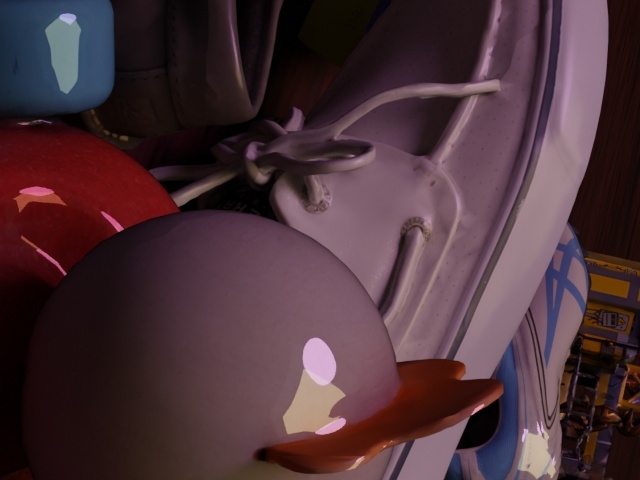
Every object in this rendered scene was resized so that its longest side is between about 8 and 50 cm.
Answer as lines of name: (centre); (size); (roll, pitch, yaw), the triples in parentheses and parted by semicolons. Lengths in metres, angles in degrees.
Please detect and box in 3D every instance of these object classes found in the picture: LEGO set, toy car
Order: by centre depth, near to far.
toy car: (-0.051, 0.039, 0.606); (0.210, 0.238, 0.219); (-28, 121, -63)
LEGO set: (0.232, 0.180, 1.309); (0.255, 0.192, 0.331); (92, 12, -58)

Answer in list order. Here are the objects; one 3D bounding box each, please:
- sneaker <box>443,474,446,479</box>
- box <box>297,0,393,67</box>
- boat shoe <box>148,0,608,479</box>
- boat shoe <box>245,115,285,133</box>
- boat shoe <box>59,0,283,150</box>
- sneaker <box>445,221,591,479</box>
sneaker: (0.031, 0.060, 1.022); (0.215, 0.084, 0.083); (83, 22, -50)
box: (0.051, -0.150, 1.009); (0.109, 0.042, 0.178); (-63, 167, 25)
boat shoe: (-0.005, 0.000, 0.841); (0.156, 0.136, 0.367); (25, 87, -34)
boat shoe: (-0.021, 0.011, 0.927); (0.049, 0.040, 0.142); (12, 84, -67)
boat shoe: (-0.023, -0.171, 0.809); (0.112, 0.095, 0.335); (67, 36, -49)
sneaker: (0.115, 0.062, 1.225); (0.086, 0.085, 0.237); (26, 51, -21)
